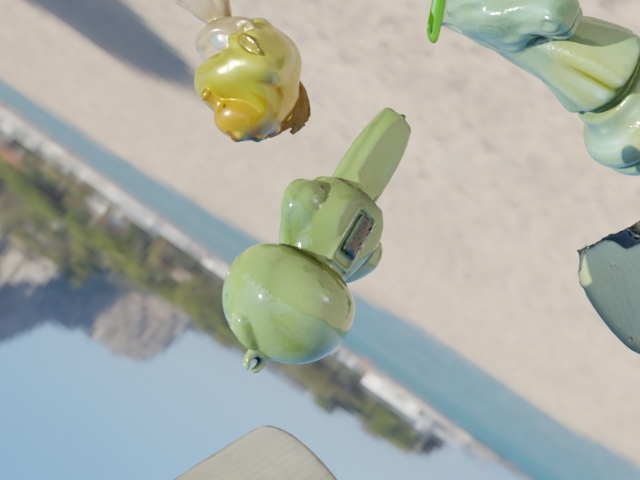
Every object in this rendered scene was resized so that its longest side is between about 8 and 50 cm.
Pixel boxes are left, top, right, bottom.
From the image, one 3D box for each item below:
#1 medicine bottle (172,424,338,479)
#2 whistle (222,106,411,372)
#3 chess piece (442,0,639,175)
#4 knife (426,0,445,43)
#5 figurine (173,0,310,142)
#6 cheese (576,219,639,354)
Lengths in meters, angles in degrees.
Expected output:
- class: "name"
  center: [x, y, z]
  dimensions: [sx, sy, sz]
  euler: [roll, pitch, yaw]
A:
- class: "medicine bottle"
  center: [-0.149, 0.324, 1.485]
  dimensions: [0.224, 0.384, 0.224]
  euler: [44, 154, 28]
- class: "whistle"
  center: [-0.008, 0.001, 1.848]
  dimensions: [0.141, 0.294, 0.141]
  euler: [18, 155, 9]
- class: "chess piece"
  center: [0.279, -0.209, 2.066]
  dimensions: [0.298, 0.176, 0.176]
  euler: [30, 180, -22]
- class: "knife"
  center: [0.107, -0.254, 1.703]
  dimensions: [0.078, 0.022, 0.166]
  euler: [-99, 3, -53]
- class: "figurine"
  center: [-0.100, -0.221, 2.066]
  dimensions: [0.246, 0.131, 0.156]
  euler: [64, 153, 2]
- class: "cheese"
  center: [0.378, 0.104, 2.083]
  dimensions: [0.127, 0.054, 0.251]
  euler: [-29, 81, 46]
